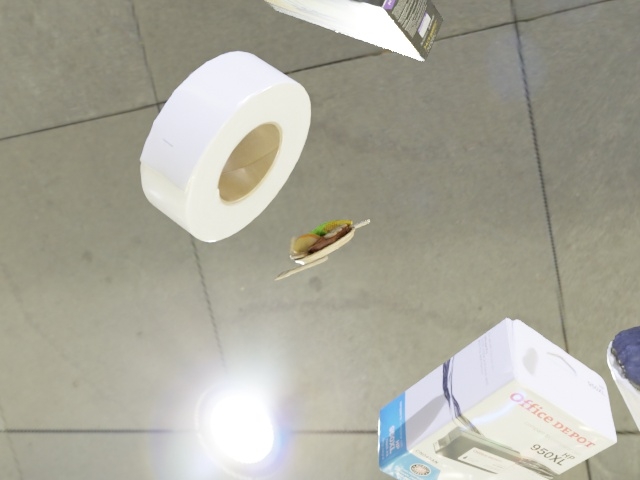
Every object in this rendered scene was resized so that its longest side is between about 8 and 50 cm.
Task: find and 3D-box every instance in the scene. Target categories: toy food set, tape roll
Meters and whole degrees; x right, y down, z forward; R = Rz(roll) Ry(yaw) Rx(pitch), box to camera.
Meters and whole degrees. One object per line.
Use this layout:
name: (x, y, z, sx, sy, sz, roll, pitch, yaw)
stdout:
toy food set: (0.000, 0.000, 1.450, 0.132, 0.192, 0.039, -23, 100, 35)
tape roll: (-0.141, -0.141, 1.257, 0.100, 0.286, 0.286, 36, 118, 19)

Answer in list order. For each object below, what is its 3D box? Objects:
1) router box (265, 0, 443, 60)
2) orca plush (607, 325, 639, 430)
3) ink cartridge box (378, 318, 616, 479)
router box: (0.017, -0.398, 1.282, 0.308, 0.243, 0.081, 25, 93, 23)
orca plush: (0.262, 0.145, 0.459, 0.102, 0.151, 0.287, -26, 103, 18)
ink cartridge box: (0.350, 0.376, 1.670, 0.285, 0.166, 0.395, 32, 126, -19)
